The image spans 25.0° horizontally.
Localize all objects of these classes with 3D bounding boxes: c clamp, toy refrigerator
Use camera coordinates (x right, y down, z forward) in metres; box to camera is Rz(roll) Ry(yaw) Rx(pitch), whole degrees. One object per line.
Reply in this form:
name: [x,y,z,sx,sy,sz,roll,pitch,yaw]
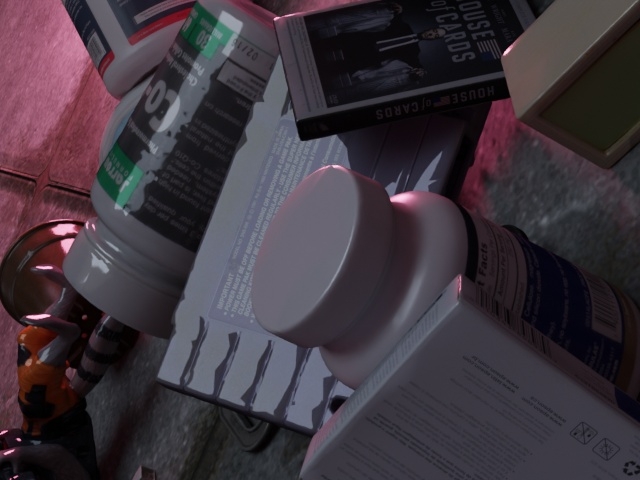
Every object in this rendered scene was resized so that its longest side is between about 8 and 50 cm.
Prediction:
c clamp: [-0.067,0.143,1.514,0.137,0.022,0.160,-58,27,11]
toy refrigerator: [0.270,-0.182,1.109,0.269,0.102,0.094,-45,32,31]

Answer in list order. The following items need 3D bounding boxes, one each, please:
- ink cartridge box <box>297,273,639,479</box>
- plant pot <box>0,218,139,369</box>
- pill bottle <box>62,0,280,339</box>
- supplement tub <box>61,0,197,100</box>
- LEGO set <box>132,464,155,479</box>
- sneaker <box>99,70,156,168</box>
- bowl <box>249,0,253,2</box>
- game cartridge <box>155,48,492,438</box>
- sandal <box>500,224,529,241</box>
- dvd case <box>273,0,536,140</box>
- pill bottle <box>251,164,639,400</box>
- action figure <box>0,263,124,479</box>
ink cartridge box: [0.110,0.167,0.963,0.224,0.223,0.045,-50,10,22]
plant pot: [-0.316,0.079,1.878,0.167,0.167,0.165,-60,36,8]
pill bottle: [-0.128,-0.081,1.613,0.361,0.204,0.204,-59,27,11]
supplement tub: [-0.248,-0.337,1.912,0.191,0.191,0.272,-36,78,43]
LEGO set: [-0.234,0.347,1.564,0.093,0.087,0.227,-50,29,26]
sneaker: [-0.176,-0.130,1.825,0.366,0.135,0.150,-46,36,41]
bowl: [-0.168,-0.437,2.072,0.298,0.134,0.297,-42,34,38]
game cartridge: [0.000,0.000,1.356,0.230,0.068,0.355,14,78,32]
sandal: [0.145,0.026,1.230,0.067,0.040,0.179,-63,12,-9]
dvd case: [0.084,-0.174,1.338,0.239,0.029,0.179,-12,40,-1]
pill bottle: [0.092,0.055,1.039,0.153,0.265,0.153,-42,34,37]
action figure: [-0.303,0.229,1.674,0.341,0.179,0.330,-140,53,-62]
